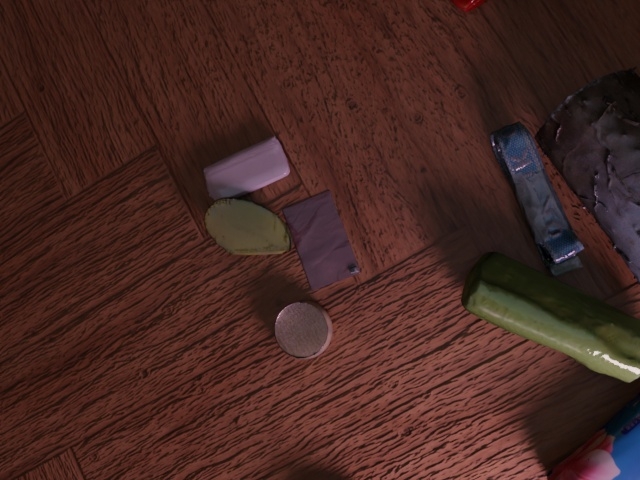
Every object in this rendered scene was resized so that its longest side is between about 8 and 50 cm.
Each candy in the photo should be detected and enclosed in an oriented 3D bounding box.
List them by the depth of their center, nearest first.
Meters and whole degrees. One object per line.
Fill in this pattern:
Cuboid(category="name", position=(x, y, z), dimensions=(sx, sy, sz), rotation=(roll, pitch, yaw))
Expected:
Cuboid(category="candy", position=(0.429, 0.136, 1.113), dimensions=(0.343, 0.142, 0.132), rotation=(24, 79, 12))

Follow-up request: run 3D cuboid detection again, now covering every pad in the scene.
Cuboid(category="pad", position=(0.000, 0.000, 1.280), dimensions=(0.113, 0.006, 0.188), rotation=(-21, 82, 10))

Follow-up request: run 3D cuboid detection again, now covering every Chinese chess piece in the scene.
Cuboid(category="Chinese chess piece", position=(-0.035, 0.183, 1.253), dimensions=(0.122, 0.051, 0.122), rotation=(-1, 84, 12))

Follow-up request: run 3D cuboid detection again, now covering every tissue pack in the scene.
Cuboid(category="tissue pack", position=(0.568, 0.415, 1.063), dimensions=(0.269, 0.137, 0.209), rotation=(-44, 80, 5))

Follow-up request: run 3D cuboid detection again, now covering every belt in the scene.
Cuboid(category="belt", position=(0.408, -0.080, 1.156), dimensions=(0.072, 0.087, 0.302), rotation=(-22, 82, 2))

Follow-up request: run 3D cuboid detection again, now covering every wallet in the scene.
Cuboid(category="wallet", position=(-0.161, -0.148, 1.311), dimensions=(0.190, 0.033, 0.095), rotation=(-24, 80, 9))

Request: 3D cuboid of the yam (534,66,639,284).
Cuboid(category="yam", position=(0.558, -0.113, 1.066), dimensions=(0.241, 0.241, 0.348), rotation=(-36, 77, 8))

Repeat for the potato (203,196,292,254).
Cuboid(category="potato", position=(-0.148, -0.024, 1.291), dimensions=(0.198, 0.054, 0.119), rotation=(11, 88, 8))

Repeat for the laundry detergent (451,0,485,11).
Cuboid(category="laundry detergent", position=(0.282, -0.552, 1.238), dimensions=(0.097, 0.049, 0.165), rotation=(-34, 78, 12))
